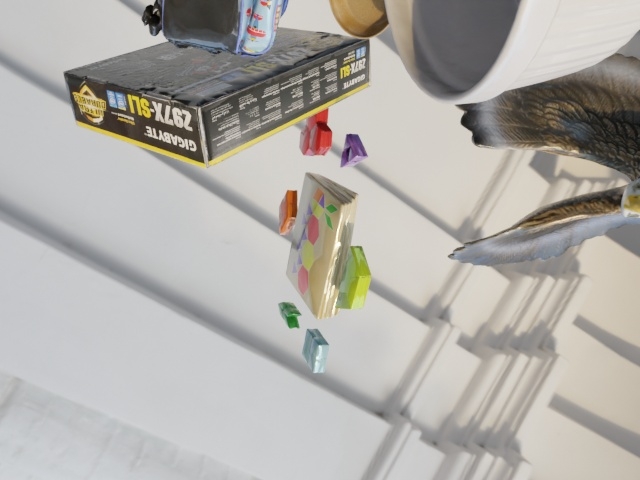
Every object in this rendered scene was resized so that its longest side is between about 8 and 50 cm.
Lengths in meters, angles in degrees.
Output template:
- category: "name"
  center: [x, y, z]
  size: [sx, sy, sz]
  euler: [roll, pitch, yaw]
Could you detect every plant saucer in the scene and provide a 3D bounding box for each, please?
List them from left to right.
- category: "plant saucer"
  center: [0.041, -0.219, 0.501]
  size: [0.015, 0.083, 0.083]
  euler: [-23, 175, -40]

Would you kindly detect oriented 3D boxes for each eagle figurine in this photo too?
- category: "eagle figurine"
  center: [0.284, -0.057, 0.539]
  size: [0.298, 0.225, 0.226]
  euler: [16, -98, 36]

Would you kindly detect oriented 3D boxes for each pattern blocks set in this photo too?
- category: "pattern blocks set"
  center: [0.000, 0.000, 0.800]
  size: [0.285, 0.026, 0.325]
  euler: [-122, -139, -51]

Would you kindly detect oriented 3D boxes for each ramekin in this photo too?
- category: "ramekin"
  center: [0.121, -0.194, 0.355]
  size: [0.207, 0.109, 0.207]
  euler: [170, -90, -77]

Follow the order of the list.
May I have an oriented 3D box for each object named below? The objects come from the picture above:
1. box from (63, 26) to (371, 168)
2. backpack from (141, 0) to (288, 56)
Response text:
- category: "box"
  center: [-0.126, -0.213, 0.773]
  size: [0.257, 0.079, 0.322]
  euler: [22, -140, 31]
- category: "backpack"
  center: [-0.079, -0.265, 0.519]
  size: [0.173, 0.117, 0.158]
  euler: [-84, -172, -53]
